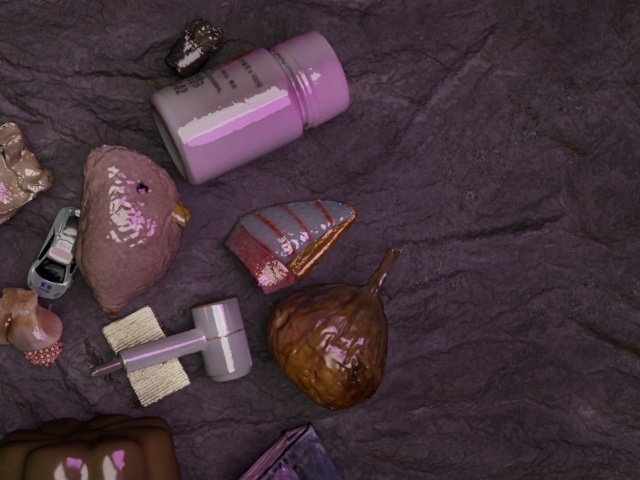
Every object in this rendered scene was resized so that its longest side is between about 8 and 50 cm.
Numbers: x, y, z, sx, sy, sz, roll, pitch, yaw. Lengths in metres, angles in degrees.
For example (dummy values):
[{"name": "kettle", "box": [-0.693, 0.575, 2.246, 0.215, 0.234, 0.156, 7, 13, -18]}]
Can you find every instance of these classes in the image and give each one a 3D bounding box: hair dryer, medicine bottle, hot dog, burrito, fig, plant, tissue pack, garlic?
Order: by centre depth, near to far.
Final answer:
[{"name": "burrito", "box": [-0.710, -0.082, 1.690, 0.175, 0.107, 0.348, 45, 81, -3]}, {"name": "garlic", "box": [-0.619, 0.169, 1.708, 0.174, 0.099, 0.124, 1, 63, 11]}, {"name": "hair dryer", "box": [-0.322, 0.241, 1.748, 0.357, 0.107, 0.173, -14, 91, -27]}, {"name": "fig", "box": [0.068, 0.170, 1.750, 0.286, 0.286, 0.369, 35, 109, -11]}, {"name": "medicine bottle", "box": [-0.149, -0.288, 1.769, 0.388, 0.219, 0.219, -27, 96, -12]}, {"name": "tissue pack", "box": [-0.031, 0.619, 1.797, 0.259, 0.122, 0.362, -35, 97, -49]}, {"name": "plant", "box": [-0.273, -0.421, 1.811, 0.092, 0.094, 0.143, 40, 92, 4]}, {"name": "hot dog", "box": [0.000, 0.000, 1.893, 0.066, 0.047, 0.216, 40, 81, 4]}]

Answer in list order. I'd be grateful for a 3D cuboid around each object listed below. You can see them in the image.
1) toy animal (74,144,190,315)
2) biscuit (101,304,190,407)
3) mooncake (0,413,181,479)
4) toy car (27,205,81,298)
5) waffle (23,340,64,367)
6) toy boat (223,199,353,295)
[{"name": "toy animal", "box": [-0.389, -0.015, 1.713, 0.226, 0.188, 0.359, -3, 114, -41]}, {"name": "biscuit", "box": [-0.378, 0.250, 1.801, 0.121, 0.040, 0.200, -26, 94, -12]}, {"name": "mooncake", "box": [-0.456, 0.458, 1.617, 0.378, 0.378, 0.201, -6, 86, -14]}, {"name": "toy car", "box": [-0.547, 0.027, 1.753, 0.095, 0.056, 0.205, 27, 82, -13]}, {"name": "waffle", "box": [-0.589, 0.229, 1.755, 0.083, 0.029, 0.075, 28, 84, -14]}, {"name": "toy boat", "box": [-0.064, -0.018, 1.845, 0.282, 0.096, 0.206, -36, 67, -13]}]
